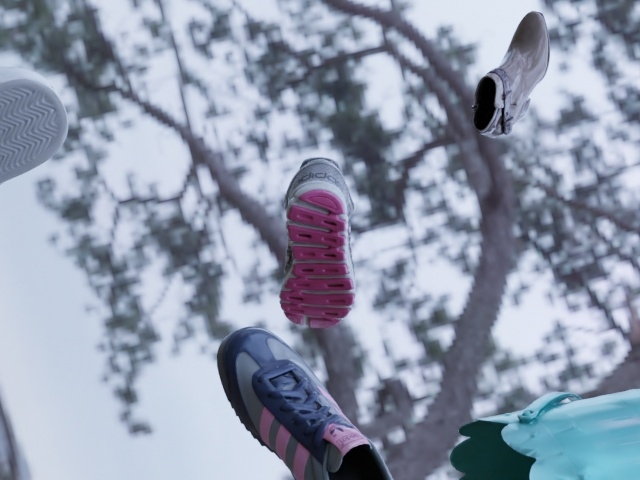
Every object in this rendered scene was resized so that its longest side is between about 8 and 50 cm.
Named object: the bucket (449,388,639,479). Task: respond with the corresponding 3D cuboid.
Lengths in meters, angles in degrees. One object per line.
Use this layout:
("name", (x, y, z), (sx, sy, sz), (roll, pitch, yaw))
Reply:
("bucket", (0.260, 0.281, 1.512), (0.281, 0.183, 0.281), (167, -90, -74))

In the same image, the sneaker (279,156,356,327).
("sneaker", (0.000, 0.000, 1.256), (0.170, 0.063, 0.075), (89, 5, -45))

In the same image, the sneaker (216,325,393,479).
("sneaker", (0.002, 0.213, 1.730), (0.319, 0.112, 0.131), (54, -30, 13))

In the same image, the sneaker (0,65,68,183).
("sneaker", (-0.356, -0.066, 1.327), (0.169, 0.292, 0.108), (-130, -159, -74))

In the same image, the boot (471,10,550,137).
("boot", (0.176, -0.153, 1.446), (0.042, 0.087, 0.118), (16, -72, 30))
